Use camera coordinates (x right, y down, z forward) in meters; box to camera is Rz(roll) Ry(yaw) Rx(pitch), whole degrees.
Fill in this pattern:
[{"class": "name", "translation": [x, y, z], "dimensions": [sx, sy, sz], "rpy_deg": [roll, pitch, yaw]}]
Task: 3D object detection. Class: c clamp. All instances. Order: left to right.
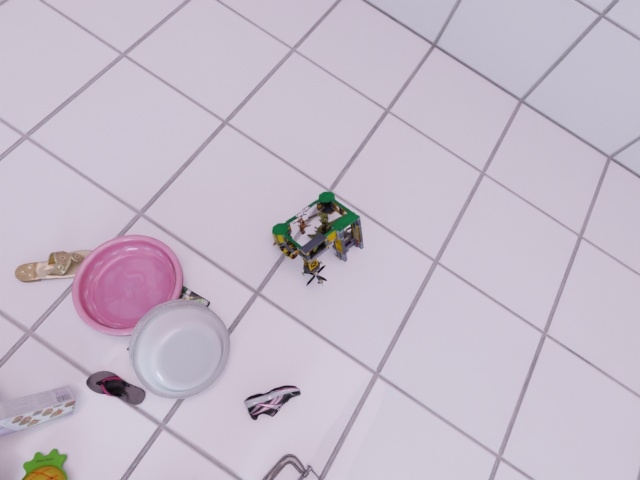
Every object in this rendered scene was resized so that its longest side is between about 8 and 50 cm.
[{"class": "c clamp", "translation": [-0.092, 0.733, 1.340], "dimensions": [0.160, 0.022, 0.137], "rpy_deg": [-35, 80, -22]}]

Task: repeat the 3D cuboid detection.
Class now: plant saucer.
[{"class": "plant saucer", "translation": [-0.604, 0.146, 1.409], "dimensions": [0.331, 0.084, 0.333], "rpy_deg": [2, 65, -4]}]

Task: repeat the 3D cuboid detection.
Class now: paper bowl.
[{"class": "paper bowl", "translation": [-0.406, 0.324, 1.303], "dimensions": [0.284, 0.148, 0.285], "rpy_deg": [-1, 93, -30]}]

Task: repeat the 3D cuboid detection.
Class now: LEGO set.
[{"class": "LEGO set", "translation": [0.000, 0.000, 1.594], "dimensions": [0.254, 0.192, 0.331], "rpy_deg": [29, 59, 33]}]

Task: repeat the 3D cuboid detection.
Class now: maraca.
[{"class": "maraca", "translation": [-0.751, 0.660, 1.190], "dimensions": [0.127, 0.099, 0.186], "rpy_deg": [-2, 44, -22]}]

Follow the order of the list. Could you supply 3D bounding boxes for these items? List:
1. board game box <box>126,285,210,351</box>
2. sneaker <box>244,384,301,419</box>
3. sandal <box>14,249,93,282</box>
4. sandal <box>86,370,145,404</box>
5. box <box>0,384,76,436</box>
[{"class": "board game box", "translation": [-0.488, 0.276, 1.430], "dimensions": [0.136, 0.030, 0.260], "rpy_deg": [29, 66, 3]}, {"class": "sneaker", "translation": [-0.147, 0.514, 1.398], "dimensions": [0.178, 0.072, 0.077], "rpy_deg": [-14, 84, -8]}, {"class": "sandal", "translation": [-0.844, 0.076, 1.402], "dimensions": [0.239, 0.079, 0.088], "rpy_deg": [-14, 73, -17]}, {"class": "sandal", "translation": [-0.616, 0.442, 1.330], "dimensions": [0.179, 0.040, 0.067], "rpy_deg": [22, 66, -3]}, {"class": "box", "translation": [-0.831, 0.469, 1.166], "dimensions": [0.067, 0.063, 0.323], "rpy_deg": [37, 26, 33]}]
